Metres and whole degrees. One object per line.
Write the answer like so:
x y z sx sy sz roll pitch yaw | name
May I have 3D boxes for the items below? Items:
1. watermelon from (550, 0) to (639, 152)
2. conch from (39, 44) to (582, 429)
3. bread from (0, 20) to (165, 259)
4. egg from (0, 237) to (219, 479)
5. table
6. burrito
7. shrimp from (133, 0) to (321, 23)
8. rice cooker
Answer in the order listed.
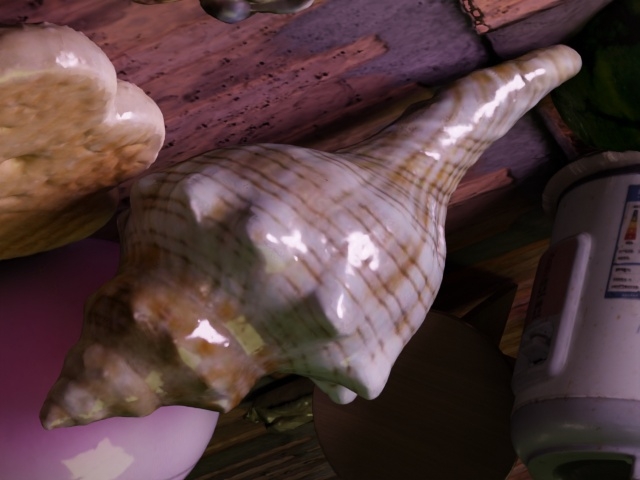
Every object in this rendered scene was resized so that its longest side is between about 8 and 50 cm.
0.276 -0.135 1.139 0.301 0.123 0.129 -24 -168 16 | watermelon
0.003 0.014 1.099 0.386 0.169 0.203 -19 -175 -27 | conch
-0.234 -0.034 0.998 0.316 0.054 0.316 -15 162 -5 | bread
-0.191 0.106 1.201 0.271 0.196 0.196 -30 158 15 | egg
0.110 0.114 1.515 0.167 0.167 0.227 -26 180 22 | table
0.013 0.132 1.673 0.188 0.045 0.058 -23 135 23 | burrito
0.052 -0.177 0.841 0.317 0.077 0.168 -21 151 -3 | shrimp
0.275 0.060 1.344 0.264 0.316 0.316 18 153 -8 | rice cooker
